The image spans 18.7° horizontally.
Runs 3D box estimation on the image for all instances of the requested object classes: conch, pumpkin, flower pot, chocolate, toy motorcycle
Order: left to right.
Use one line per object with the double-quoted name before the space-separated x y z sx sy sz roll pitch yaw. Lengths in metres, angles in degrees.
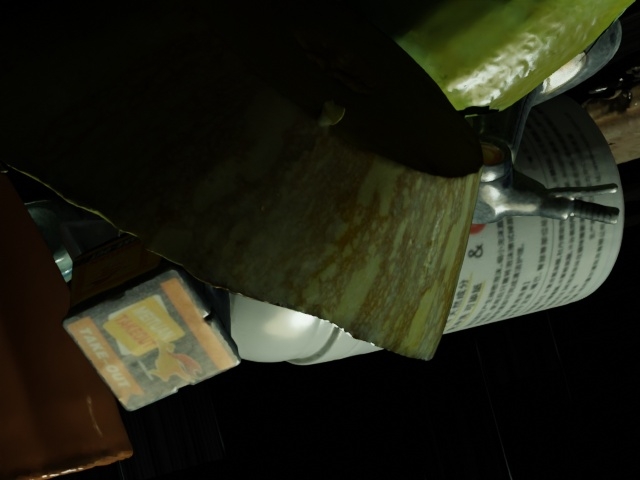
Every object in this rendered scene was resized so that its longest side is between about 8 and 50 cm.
"flower pot" -0.206 0.058 1.044 0.190 0.173 0.190 -13 176 -1
"pumpkin" -0.031 -0.045 0.688 0.110 0.217 0.217 -54 169 6
"toy motorcycle" 0.016 -0.033 0.875 0.263 0.091 0.157 -23 -146 14
"conch" 0.067 -0.094 0.769 0.200 0.080 0.095 -24 -167 5
"chocolate" 0.227 -0.089 1.284 0.102 0.065 0.329 -12 176 -36

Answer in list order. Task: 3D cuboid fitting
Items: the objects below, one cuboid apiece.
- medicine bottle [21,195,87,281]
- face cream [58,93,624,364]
"medicine bottle" -0.193 0.011 1.228 0.090 0.054 0.208 -15 175 -10
"face cream" 0.000 0.000 1.176 0.369 0.145 0.145 -10 174 -32
